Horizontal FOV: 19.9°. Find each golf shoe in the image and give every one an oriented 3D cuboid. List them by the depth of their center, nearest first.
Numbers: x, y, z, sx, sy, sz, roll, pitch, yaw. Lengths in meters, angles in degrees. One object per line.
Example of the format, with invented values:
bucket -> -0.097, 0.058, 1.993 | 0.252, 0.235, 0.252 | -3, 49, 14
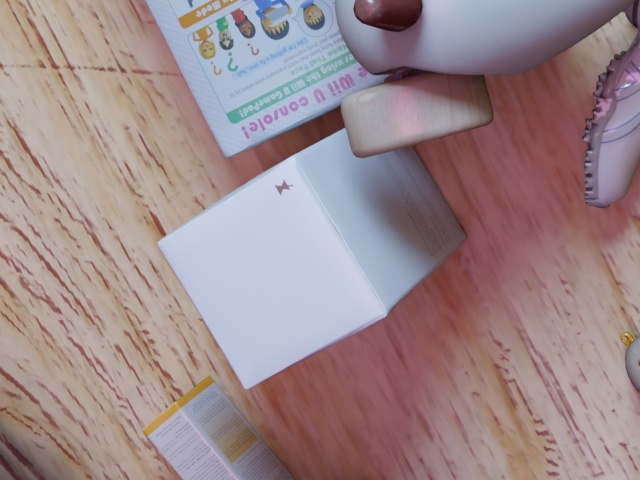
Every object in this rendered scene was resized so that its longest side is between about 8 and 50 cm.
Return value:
golf shoe -> 0.206, -0.094, 1.073 | 0.086, 0.069, 0.176 | 18, 110, 8

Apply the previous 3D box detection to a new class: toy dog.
toy dog -> 0.136, -0.151, 0.939 | 0.334, 0.161, 0.220 | -34, 92, 13

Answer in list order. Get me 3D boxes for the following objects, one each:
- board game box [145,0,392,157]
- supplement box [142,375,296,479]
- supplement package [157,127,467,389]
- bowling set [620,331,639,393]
board game box -> -0.018, -0.234, 1.099 | 0.224, 0.097, 0.303 | -24, 94, 23
supplement box -> -0.067, 0.147, 1.231 | 0.036, 0.062, 0.098 | -41, 87, 23
supplement package -> 0.000, 0.000, 1.106 | 0.105, 0.179, 0.105 | -29, 92, 24
bowling set -> 0.282, 0.138, 1.038 | 0.287, 0.200, 0.154 | 39, 114, 11
